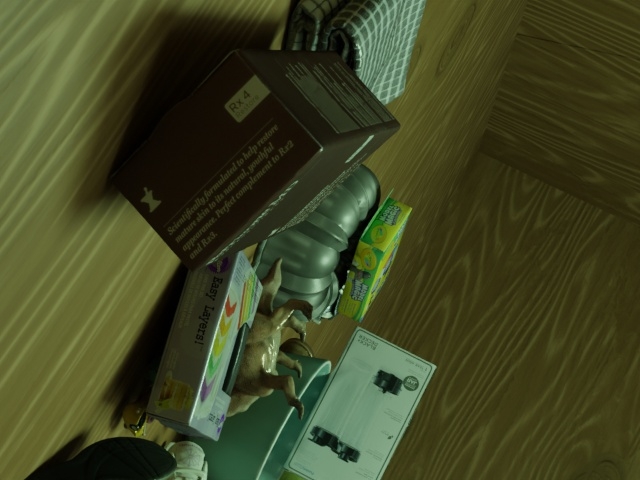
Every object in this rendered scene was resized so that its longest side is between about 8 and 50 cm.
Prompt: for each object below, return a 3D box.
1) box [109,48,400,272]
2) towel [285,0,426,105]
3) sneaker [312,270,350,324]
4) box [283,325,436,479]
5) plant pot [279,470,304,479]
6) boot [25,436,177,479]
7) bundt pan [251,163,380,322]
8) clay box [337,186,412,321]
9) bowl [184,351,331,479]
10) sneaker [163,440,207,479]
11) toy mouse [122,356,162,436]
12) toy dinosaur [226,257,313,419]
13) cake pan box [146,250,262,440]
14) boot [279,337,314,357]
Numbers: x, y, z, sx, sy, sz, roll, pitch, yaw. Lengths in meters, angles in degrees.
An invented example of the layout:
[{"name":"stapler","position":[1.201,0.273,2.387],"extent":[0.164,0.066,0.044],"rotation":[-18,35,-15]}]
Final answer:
[{"name":"box","position":[-0.053,-0.102,1.322],"extent":[0.191,0.143,0.381],"rotation":[-43,174,18]},{"name":"towel","position":[0.043,-0.253,1.625],"extent":[0.235,0.121,0.284],"rotation":[-55,167,-37]},{"name":"sneaker","position":[0.025,0.084,2.444],"extent":[0.235,0.094,0.153],"rotation":[-60,-175,51]},{"name":"box","position":[0.072,0.321,2.163],"extent":[0.290,0.169,0.087],"rotation":[-63,173,-9]},{"name":"plant pot","position":[-0.080,0.504,2.355],"extent":[0.254,0.276,0.276],"rotation":[-46,162,-31]},{"name":"boot","position":[-0.292,0.345,1.467],"extent":[0.236,0.085,0.179],"rotation":[-13,134,-53]},{"name":"bundt pan","position":[0.000,0.000,2.039],"extent":[0.331,0.124,0.331],"rotation":[-59,168,-20]},{"name":"clay box","position":[0.096,0.025,2.080],"extent":[0.127,0.053,0.222],"rotation":[-55,168,-42]},{"name":"bowl","position":[-0.123,0.312,2.082],"extent":[0.312,0.163,0.311],"rotation":[-60,169,-20]},{"name":"sneaker","position":[-0.226,0.382,1.804],"extent":[0.305,0.114,0.152],"rotation":[-168,-81,-74]},{"name":"toy mouse","position":[-0.230,0.204,1.642],"extent":[0.161,0.031,0.143],"rotation":[105,11,-56]},{"name":"toy dinosaur","position":[-0.121,0.168,1.842],"extent":[0.127,0.200,0.296],"rotation":[164,-68,-84]},{"name":"cake pan box","position":[-0.154,0.145,1.652],"extent":[0.267,0.070,0.246],"rotation":[78,28,-74]},{"name":"boot","position":[-0.104,0.340,2.448],"extent":[0.115,0.112,0.305],"rotation":[-17,136,-62]}]
